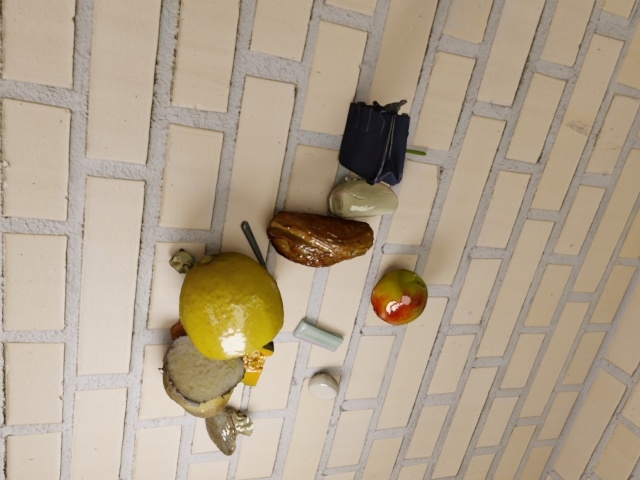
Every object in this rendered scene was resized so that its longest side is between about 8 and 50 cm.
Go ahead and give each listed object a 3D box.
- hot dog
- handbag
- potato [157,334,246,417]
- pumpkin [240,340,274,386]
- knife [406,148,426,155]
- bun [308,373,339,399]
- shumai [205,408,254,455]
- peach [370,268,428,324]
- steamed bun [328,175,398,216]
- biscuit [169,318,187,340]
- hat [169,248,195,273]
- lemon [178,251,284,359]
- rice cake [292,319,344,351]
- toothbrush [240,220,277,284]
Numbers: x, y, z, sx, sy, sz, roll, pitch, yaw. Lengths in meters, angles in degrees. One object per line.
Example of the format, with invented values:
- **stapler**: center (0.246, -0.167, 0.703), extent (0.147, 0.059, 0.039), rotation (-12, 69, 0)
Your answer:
- **hot dog**: center (0.000, 0.000, 1.725), extent (0.388, 0.267, 0.174), rotation (7, 72, -19)
- **handbag**: center (0.181, -0.340, 1.591), extent (0.119, 0.325, 0.269), rotation (1, 112, -24)
- **potato**: center (-0.464, 0.515, 1.784), extent (0.301, 0.288, 0.237), rotation (-9, 154, -42)
- **pumpkin**: center (-0.269, 0.445, 1.888), extent (0.131, 0.126, 0.248), rotation (17, 123, -26)
- **knife**: center (0.321, -0.340, 1.820), extent (0.184, 0.022, 0.026), rotation (5, 137, -23)
- **bun**: center (0.018, 0.618, 2.086), extent (0.138, 0.094, 0.138), rotation (6, 135, 6)
- **shumai**: center (-0.371, 0.761, 1.980), extent (0.153, 0.161, 0.209), rotation (-23, 97, -35)
- **peach**: center (0.319, 0.230, 1.958), extent (0.231, 0.231, 0.230), rotation (-8, 115, -18)
- **steamed bun**: center (0.156, -0.161, 1.760), extent (0.239, 0.170, 0.152), rotation (-7, 96, -17)
- **biscuit**: center (-0.507, 0.351, 1.805), extent (0.102, 0.019, 0.130), rotation (-7, 114, -20)
- **hat**: center (-0.472, 0.072, 1.675), extent (0.076, 0.059, 0.077), rotation (-27, 114, 31)
- **lemon**: center (-0.309, 0.197, 1.637), extent (0.364, 0.364, 0.364), rotation (-8, 115, -18)
- **rice cake**: center (-0.006, 0.400, 2.006), extent (0.222, 0.042, 0.080), rotation (28, 99, -29)
- **toothbrush**: center (-0.224, 0.057, 1.781), extent (0.030, 0.031, 0.297), rotation (-40, 122, -31)
